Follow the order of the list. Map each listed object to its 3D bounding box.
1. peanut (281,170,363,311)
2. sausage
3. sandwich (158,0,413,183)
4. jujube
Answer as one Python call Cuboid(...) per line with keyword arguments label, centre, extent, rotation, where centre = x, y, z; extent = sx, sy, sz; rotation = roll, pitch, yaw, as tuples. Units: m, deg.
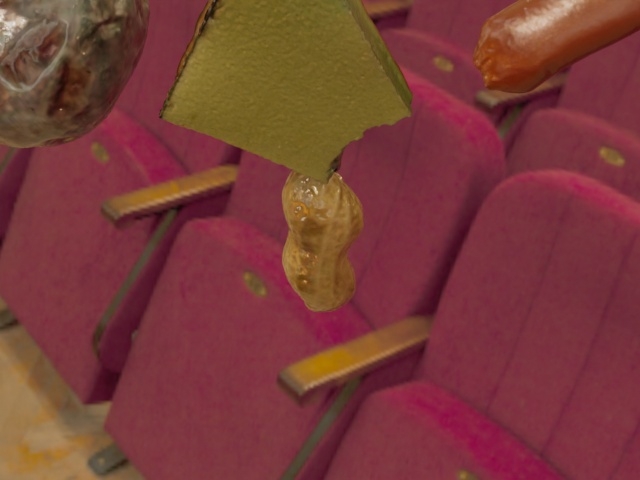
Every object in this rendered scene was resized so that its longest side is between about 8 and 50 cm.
Cuboid(label="peanut", centre=(0.002, 0.000, 1.108), extent=(0.089, 0.193, 0.089), rotation=(1, 39, -1))
Cuboid(label="sausage", centre=(0.323, -0.266, 1.098), extent=(0.348, 0.097, 0.094), rotation=(-27, 15, 14))
Cuboid(label="sandwich", centre=(-0.004, -0.172, 0.927), extent=(0.212, 0.245, 0.063), rotation=(21, 43, -17))
Cuboid(label="jujube", centre=(-0.291, -0.214, 1.064), extent=(0.246, 0.215, 0.308), rotation=(-23, 29, 14))
